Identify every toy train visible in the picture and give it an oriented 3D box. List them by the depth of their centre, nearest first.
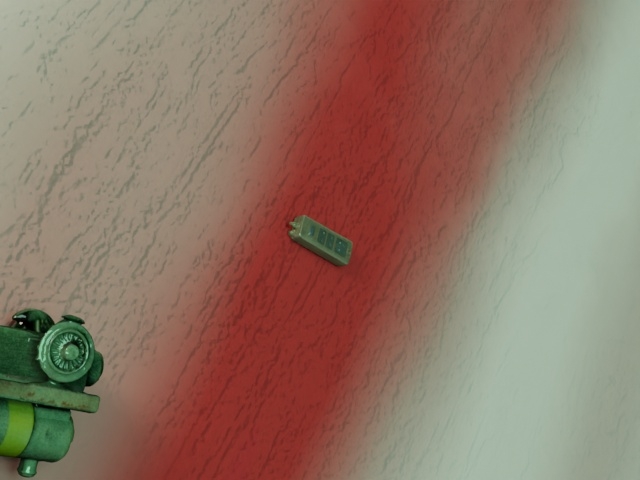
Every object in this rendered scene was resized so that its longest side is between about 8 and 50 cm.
[{"bbox_3d":[-0.255,0.106,0.797,0.200,0.083,0.132,18,78,-39],"label":"toy train"}]

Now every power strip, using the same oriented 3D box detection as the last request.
[{"bbox_3d":[0.000,0.000,1.096,0.083,0.017,0.027,30,59,-36],"label":"power strip"}]
